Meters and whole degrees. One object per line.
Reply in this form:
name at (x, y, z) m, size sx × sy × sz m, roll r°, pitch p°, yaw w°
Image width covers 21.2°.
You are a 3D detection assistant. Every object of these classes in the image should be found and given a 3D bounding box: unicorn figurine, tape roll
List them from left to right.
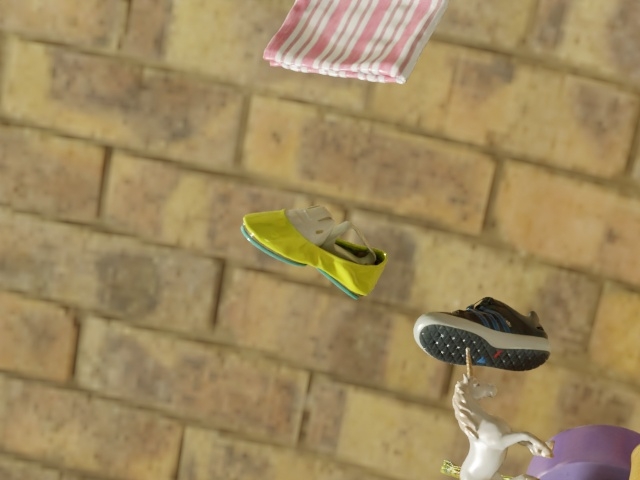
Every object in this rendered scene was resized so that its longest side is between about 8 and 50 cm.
unicorn figurine at (0.173, 0.204, 1.693) m, size 0.111 × 0.162 × 0.060 m, roll 17°, pitch -169°, yaw 4°
tape roll at (0.323, 0.310, 1.964) m, size 0.189 × 0.189 × 0.080 m, roll 14°, pitch -150°, yaw 8°

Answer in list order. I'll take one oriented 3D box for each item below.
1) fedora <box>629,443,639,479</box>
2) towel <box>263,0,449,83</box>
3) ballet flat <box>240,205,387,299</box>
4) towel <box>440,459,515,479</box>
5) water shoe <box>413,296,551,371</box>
fedora at (0.335, 0.219, 1.556) m, size 0.194 × 0.194 × 0.079 m, roll -1°, pitch -122°, yaw -25°
towel at (0.042, -0.249, 1.939) m, size 0.197 × 0.144 × 0.029 m, roll 11°, pitch 155°, yaw 33°
ballet flat at (0.000, 0.000, 2.070) m, size 0.231 × 0.077 × 0.077 m, roll 29°, pitch -159°, yaw -44°
towel at (0.277, 0.340, 2.387) m, size 0.102 × 0.021 × 0.237 m, roll 20°, pitch 170°, yaw -32°
water shoe at (0.196, 0.112, 2.152) m, size 0.203 × 0.073 × 0.080 m, roll 16°, pitch -135°, yaw -31°
